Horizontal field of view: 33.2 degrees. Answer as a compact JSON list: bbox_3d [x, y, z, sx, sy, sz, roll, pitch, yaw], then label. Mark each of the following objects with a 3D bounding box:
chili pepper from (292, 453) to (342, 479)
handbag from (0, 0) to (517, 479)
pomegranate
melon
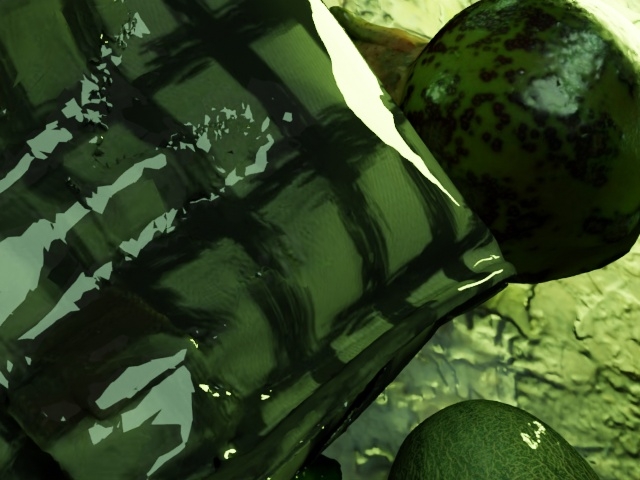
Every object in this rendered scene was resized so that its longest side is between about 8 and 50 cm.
[{"bbox_3d":[-0.056,0.216,0.547,0.122,0.065,0.278,33,50,-21],"label":"chili pepper"},{"bbox_3d":[-0.087,-0.030,0.540,0.325,0.162,0.327,54,38,1],"label":"handbag"},{"bbox_3d":[0.114,-0.073,0.775,0.277,0.222,0.204,-1,60,10],"label":"pomegranate"},{"bbox_3d":[0.107,0.182,0.607,0.139,0.139,0.192,-1,52,-28],"label":"melon"}]
